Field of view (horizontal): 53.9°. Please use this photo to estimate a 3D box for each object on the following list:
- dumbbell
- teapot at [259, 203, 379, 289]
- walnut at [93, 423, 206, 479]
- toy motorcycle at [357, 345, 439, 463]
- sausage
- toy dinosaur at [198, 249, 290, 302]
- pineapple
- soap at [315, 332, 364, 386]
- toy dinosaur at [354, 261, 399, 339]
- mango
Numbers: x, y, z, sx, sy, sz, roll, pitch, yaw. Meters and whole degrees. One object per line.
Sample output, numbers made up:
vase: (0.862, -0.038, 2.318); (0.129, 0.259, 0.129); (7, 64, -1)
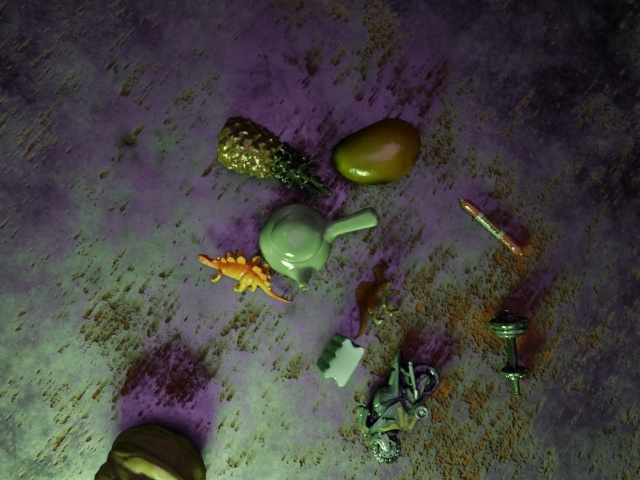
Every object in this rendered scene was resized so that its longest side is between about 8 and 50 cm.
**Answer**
dumbbell: (0.555, 0.321, 1.816); (0.110, 0.110, 0.254); (-8, 93, -6)
teapot: (-0.020, -0.033, 1.758); (0.318, 0.149, 0.220); (-43, 92, -6)
walnut: (-0.435, 0.633, 1.611); (0.285, 0.285, 0.296); (32, 47, -2)
toy motorcycle: (0.206, 0.462, 1.766); (0.173, 0.108, 0.307); (30, 81, 3)
sausage: (0.509, -0.042, 1.871); (0.253, 0.034, 0.034); (41, 83, -1)
toy dinosaur: (-0.202, 0.088, 1.752); (0.289, 0.070, 0.117); (24, 121, -5)
pineapple: (-0.116, -0.221, 1.755); (0.341, 0.169, 0.169); (23, 84, -2)
soap: (0.051, 0.321, 1.712); (0.067, 0.198, 0.119); (34, 83, -3)
toy dinosaur: (0.146, 0.170, 1.808); (0.212, 0.057, 0.142); (-36, 78, -8)
mango: (0.167, -0.245, 1.803); (0.255, 0.139, 0.175); (-26, 76, 1)
